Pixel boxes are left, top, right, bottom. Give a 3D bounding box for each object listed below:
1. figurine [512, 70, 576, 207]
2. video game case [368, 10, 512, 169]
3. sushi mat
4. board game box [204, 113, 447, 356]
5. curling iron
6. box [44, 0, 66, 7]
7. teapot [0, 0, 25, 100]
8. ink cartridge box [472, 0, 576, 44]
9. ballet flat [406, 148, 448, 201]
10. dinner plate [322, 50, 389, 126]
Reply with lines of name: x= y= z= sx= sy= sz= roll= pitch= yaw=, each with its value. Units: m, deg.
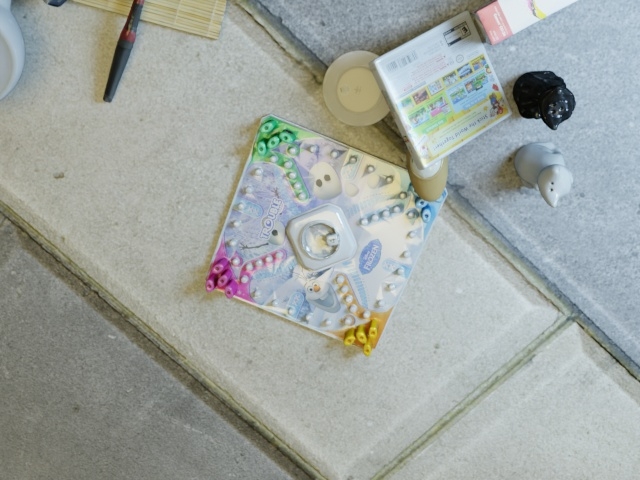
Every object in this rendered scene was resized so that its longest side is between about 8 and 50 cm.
figurine: x=0.393 y=-0.176 z=1.259 sx=0.092 sy=0.209 sz=0.215 roll=-3 pitch=108 yaw=8
video game case: x=0.217 y=-0.266 z=1.283 sx=0.227 sy=0.026 sz=0.206 roll=-32 pitch=103 yaw=-23
sushi mat: x=-0.323 y=-0.485 z=1.350 sx=0.316 sy=0.019 sz=0.152 roll=15 pitch=108 yaw=2
board game box: x=0.000 y=0.000 z=1.450 sx=0.389 sy=0.050 sz=0.390 roll=22 pitch=109 yaw=0
curling iron: x=-0.376 y=-0.388 z=1.370 sx=0.068 sy=0.035 sz=0.274 roll=21 pitch=120 yaw=3
box: x=-0.462 y=-0.566 z=1.299 sx=0.232 sy=0.059 sz=0.183 roll=-41 pitch=95 yaw=12
teapot: x=-0.676 y=-0.374 z=1.350 sx=0.255 sy=0.187 sz=0.253 roll=-7 pitch=131 yaw=-16
ink cartridge box: x=0.365 y=-0.410 z=1.237 sx=0.198 sy=0.115 sz=0.067 roll=-26 pitch=102 yaw=15
ballet flat: x=0.189 y=-0.187 z=1.325 sx=0.080 sy=0.073 sz=0.233 roll=-1 pitch=92 yaw=21
dinner plate: x=0.073 y=-0.284 z=1.368 sx=0.141 sy=0.017 sz=0.141 roll=2 pitch=107 yaw=8
